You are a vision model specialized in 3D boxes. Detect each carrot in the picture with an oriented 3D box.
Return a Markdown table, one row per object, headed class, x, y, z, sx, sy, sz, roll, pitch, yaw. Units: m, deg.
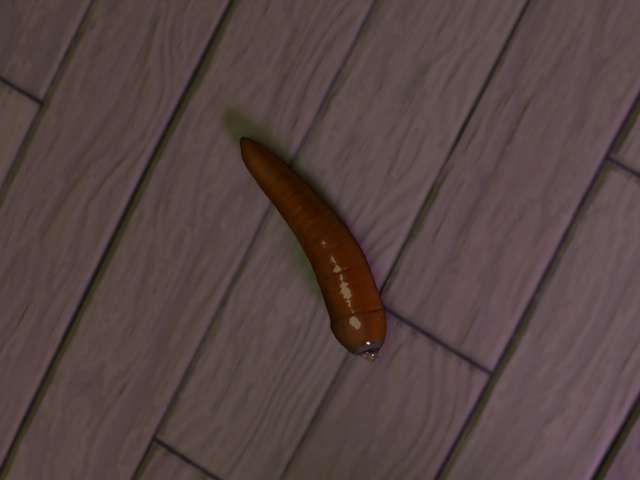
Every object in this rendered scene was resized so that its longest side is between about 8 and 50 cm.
| class | x | y | z | sx | sy | sz | roll | pitch | yaw |
| --- | --- | --- | --- | --- | --- | --- | --- | --- | --- |
| carrot | 0.000 | -0.001 | 1.901 | 0.062 | 0.066 | 0.271 | -22 | 80 | -24 |
